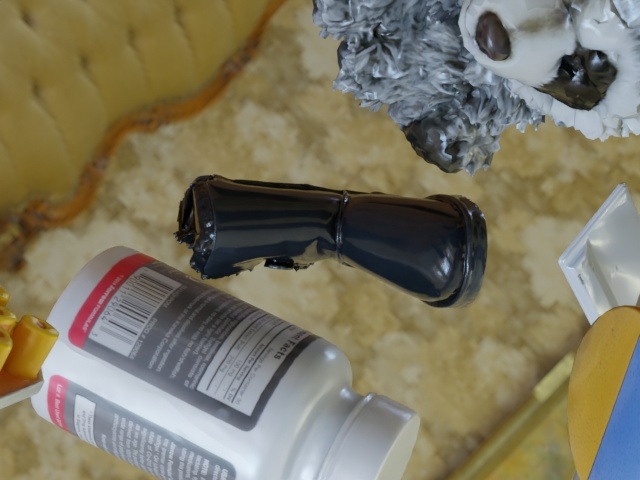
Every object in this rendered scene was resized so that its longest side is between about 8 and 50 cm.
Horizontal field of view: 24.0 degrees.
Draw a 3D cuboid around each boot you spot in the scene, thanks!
[{"bbox_3d":[0.000,0.000,1.242,0.246,0.207,0.094,-158,-110,-68],"label":"boot"}]

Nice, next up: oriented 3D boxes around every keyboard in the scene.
[{"bbox_3d":[0.230,0.058,1.080,0.072,0.014,0.256,-54,140,-16],"label":"keyboard"}]

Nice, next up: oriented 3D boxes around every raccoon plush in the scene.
[{"bbox_3d":[0.196,-0.217,0.925,0.299,0.216,0.446,-2,-139,45],"label":"raccoon plush"}]

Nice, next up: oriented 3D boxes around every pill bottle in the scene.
[{"bbox_3d":[-0.081,0.144,1.331,0.176,0.318,0.176,-57,163,-28],"label":"pill bottle"}]

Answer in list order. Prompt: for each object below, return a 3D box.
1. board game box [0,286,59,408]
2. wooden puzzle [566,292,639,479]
[{"bbox_3d":[-0.395,-0.006,0.872,0.050,0.390,0.390,-57,165,19],"label":"board game box"},{"bbox_3d":[0.158,0.173,0.649,0.348,0.080,0.322,-110,-150,-60],"label":"wooden puzzle"}]
